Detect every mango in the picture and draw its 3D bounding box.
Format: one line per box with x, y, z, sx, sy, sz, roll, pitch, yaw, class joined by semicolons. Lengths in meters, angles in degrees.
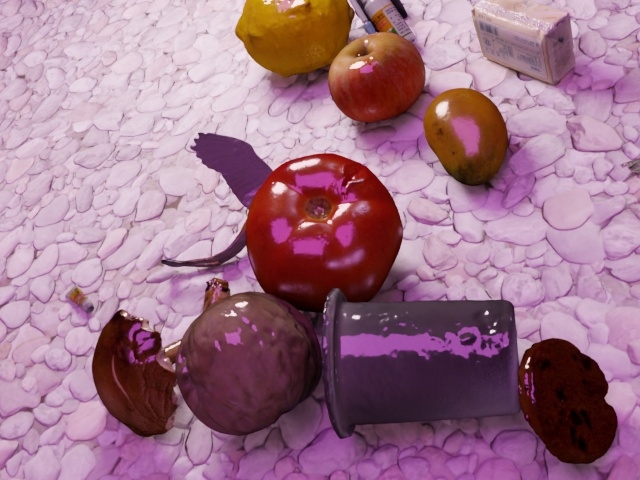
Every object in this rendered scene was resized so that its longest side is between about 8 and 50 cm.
0.289;-0.205;1.657;0.151;0.120;0.221;-29;54;4;mango

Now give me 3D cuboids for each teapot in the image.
0.133;-0.577;2.033;0.087;0.096;0.177;-33;47;-4;teapot

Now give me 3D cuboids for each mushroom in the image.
-0.267;0.211;1.542;0.301;0.208;0.233;-24;88;-10;mushroom

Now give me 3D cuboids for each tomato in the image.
0.000;0.000;1.533;0.298;0.226;0.299;-2;62;3;tomato

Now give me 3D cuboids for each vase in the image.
0.163;0.182;1.330;0.291;0.245;0.245;-6;51;13;vase

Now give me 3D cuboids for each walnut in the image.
-0.123;0.201;1.416;0.248;0.248;0.248;-12;50;14;walnut

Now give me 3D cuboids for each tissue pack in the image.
0.421;-0.422;1.751;0.092;0.148;0.196;-44;51;-13;tissue pack

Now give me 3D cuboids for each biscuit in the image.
0.361;0.236;1.244;0.049;0.192;0.192;-36;32;48;biscuit

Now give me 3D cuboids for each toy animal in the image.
-0.141;-0.041;1.709;0.302;0.225;0.284;17;80;20;toy animal

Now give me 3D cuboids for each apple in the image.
0.121;-0.347;1.813;0.209;0.164;0.209;-18;37;15;apple

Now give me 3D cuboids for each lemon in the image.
-0.060;-0.504;1.973;0.288;0.233;0.234;-8;51;9;lemon

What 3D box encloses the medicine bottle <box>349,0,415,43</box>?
0.122;-0.526;1.934;0.092;0.061;0.221;-32;87;-28;medicine bottle

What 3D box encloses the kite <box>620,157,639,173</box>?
0.697;-0.119;1.482;0.323;0.013;0.268;25;66;37;kite

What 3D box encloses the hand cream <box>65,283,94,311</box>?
-0.511;0.124;1.802;0.035;0.022;0.102;-48;46;-11;hand cream
